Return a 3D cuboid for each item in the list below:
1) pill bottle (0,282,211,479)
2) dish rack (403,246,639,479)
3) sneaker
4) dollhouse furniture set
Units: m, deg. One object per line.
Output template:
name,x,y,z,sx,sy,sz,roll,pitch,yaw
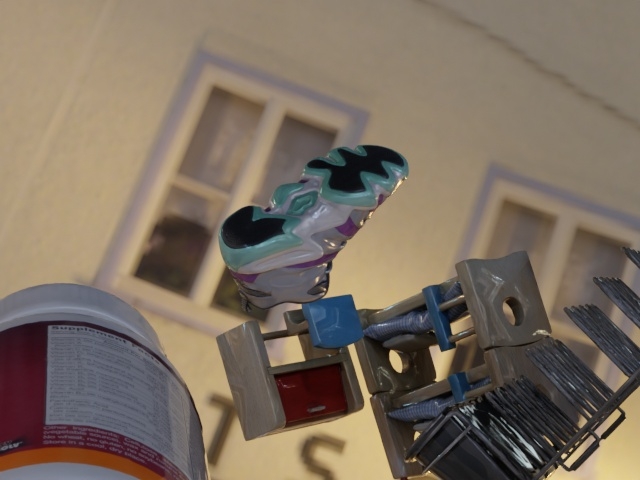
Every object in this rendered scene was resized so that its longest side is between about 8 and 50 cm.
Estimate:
pill bottle,-0.103,0.100,0.687,0.121,0.121,0.221,28,12,-16
dish rack,0.180,0.048,1.004,0.074,0.271,0.208,45,9,10
sneaker,0.000,0.000,0.814,0.038,0.098,0.069,50,-19,41
dollhouse furniture set,0.054,0.096,1.175,0.184,0.129,0.129,-7,-14,-43
